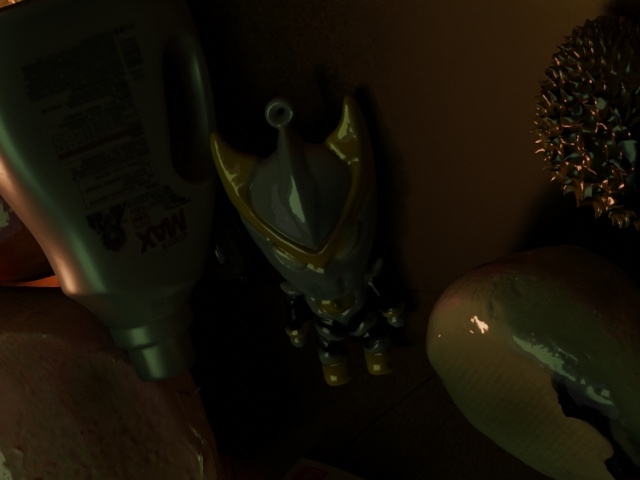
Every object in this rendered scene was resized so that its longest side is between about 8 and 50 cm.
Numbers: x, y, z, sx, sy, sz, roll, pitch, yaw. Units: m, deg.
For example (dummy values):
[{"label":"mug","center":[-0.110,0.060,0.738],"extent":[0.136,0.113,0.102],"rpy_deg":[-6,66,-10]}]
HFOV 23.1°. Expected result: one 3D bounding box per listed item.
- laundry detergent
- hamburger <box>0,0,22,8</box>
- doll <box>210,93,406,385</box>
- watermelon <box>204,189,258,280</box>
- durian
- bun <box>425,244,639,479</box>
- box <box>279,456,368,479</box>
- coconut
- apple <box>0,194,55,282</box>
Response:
[{"label":"laundry detergent","center":[-0.198,-0.059,1.565],"extent":[0.124,0.264,0.398],"rpy_deg":[0,112,55]},{"label":"hamburger","center":[-0.304,-0.248,1.656],"extent":[0.147,0.083,0.138],"rpy_deg":[47,128,-1]},{"label":"doll","center":[-0.005,0.001,1.592],"extent":[0.145,0.103,0.316],"rpy_deg":[-2,120,30]},{"label":"watermelon","center":[-0.110,-0.005,1.672],"extent":[0.078,0.078,0.111],"rpy_deg":[-30,96,41]},{"label":"durian","center":[0.283,-0.076,1.329],"extent":[0.237,0.138,0.193],"rpy_deg":[23,126,20]},{"label":"bun","center":[0.241,0.105,1.443],"extent":[0.283,0.179,0.283],"rpy_deg":[35,160,15]},{"label":"box","center":[-0.016,0.336,1.737],"extent":[0.133,0.182,0.099],"rpy_deg":[20,125,27]},{"label":"coconut","center":[-0.321,0.208,1.732],"extent":[0.404,0.404,0.405],"rpy_deg":[16,124,25]},{"label":"apple","center":[-0.320,-0.068,1.692],"extent":[0.230,0.230,0.230],"rpy_deg":[16,124,25]}]
